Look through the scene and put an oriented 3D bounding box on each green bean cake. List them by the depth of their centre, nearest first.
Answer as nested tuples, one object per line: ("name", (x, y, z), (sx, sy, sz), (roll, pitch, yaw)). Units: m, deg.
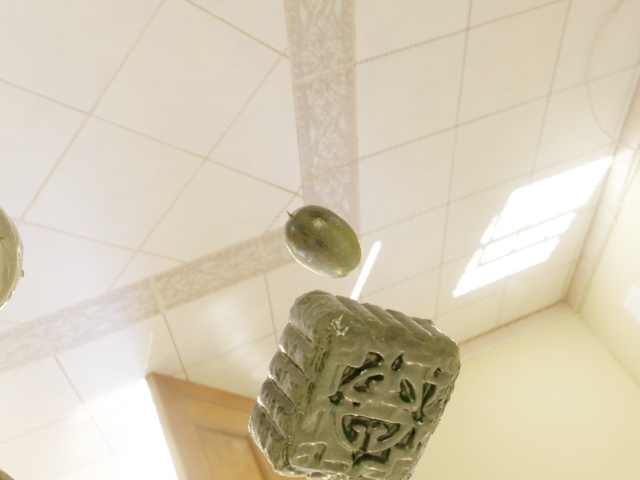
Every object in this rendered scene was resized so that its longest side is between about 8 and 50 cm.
("green bean cake", (0.041, 0.160, 0.761), (0.185, 0.094, 0.183), (17, 97, -27))

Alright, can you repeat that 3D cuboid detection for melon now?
("melon", (0.000, 0.000, 1.337), (0.167, 0.114, 0.114), (39, 109, -11))

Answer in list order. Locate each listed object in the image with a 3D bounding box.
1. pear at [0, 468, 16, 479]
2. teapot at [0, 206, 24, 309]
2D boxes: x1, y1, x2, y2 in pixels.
("pear", (-0.455, 0.334, 0.836), (0.211, 0.228, 0.188), (-14, 124, -49))
("teapot", (-0.434, 0.031, 0.786), (0.222, 0.163, 0.178), (-18, -179, -16))
